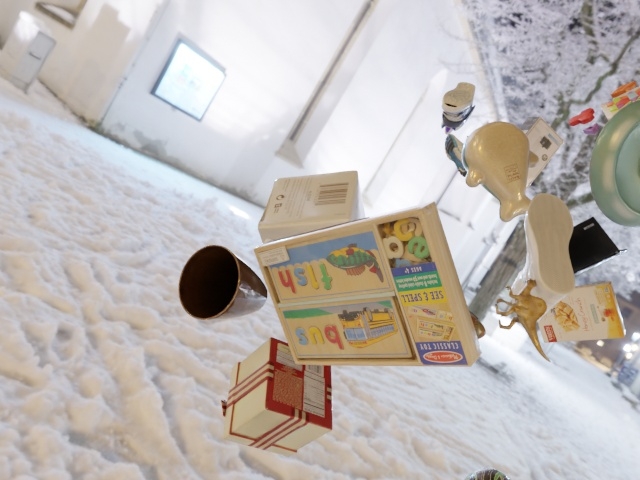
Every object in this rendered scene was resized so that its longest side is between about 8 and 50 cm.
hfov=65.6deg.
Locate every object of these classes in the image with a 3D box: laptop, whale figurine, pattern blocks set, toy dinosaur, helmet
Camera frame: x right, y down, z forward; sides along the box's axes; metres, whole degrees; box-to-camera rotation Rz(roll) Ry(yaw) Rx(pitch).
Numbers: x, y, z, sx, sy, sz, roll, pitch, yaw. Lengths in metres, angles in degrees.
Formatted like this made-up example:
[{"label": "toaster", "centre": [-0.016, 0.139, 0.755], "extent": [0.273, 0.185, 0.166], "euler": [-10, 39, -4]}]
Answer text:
[{"label": "laptop", "centre": [0.897, 0.036, 1.723], "extent": [0.264, 0.234, 0.136], "euler": [-1, 62, -51]}, {"label": "whale figurine", "centre": [0.492, -0.187, 1.369], "extent": [0.141, 0.216, 0.272], "euler": [161, -92, -83]}, {"label": "pattern blocks set", "centre": [0.942, -0.423, 1.490], "extent": [0.026, 0.325, 0.285], "euler": [52, 18, -18]}, {"label": "toy dinosaur", "centre": [0.391, 0.143, 0.962], "extent": [0.093, 0.183, 0.053], "euler": [-10, -40, 24]}, {"label": "helmet", "centre": [0.476, 0.729, 1.401], "extent": [0.169, 0.169, 0.161], "euler": [27, 32, -31]}]

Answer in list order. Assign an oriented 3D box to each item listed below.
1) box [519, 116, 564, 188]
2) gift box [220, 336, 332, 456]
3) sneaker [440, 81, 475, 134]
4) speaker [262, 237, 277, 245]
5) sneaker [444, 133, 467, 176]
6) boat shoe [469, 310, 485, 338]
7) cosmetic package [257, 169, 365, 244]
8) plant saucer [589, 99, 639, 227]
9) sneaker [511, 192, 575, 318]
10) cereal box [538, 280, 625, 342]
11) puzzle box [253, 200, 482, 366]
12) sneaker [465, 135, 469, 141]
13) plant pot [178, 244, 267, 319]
[{"label": "box", "centre": [0.859, -0.353, 2.083], "extent": [0.169, 0.290, 0.087], "euler": [38, 3, -18]}, {"label": "gift box", "centre": [-0.119, 0.449, 1.443], "extent": [0.255, 0.258, 0.276], "euler": [31, 37, -21]}, {"label": "sneaker", "centre": [0.624, -0.579, 2.309], "extent": [0.130, 0.236, 0.323], "euler": [22, 42, 17]}, {"label": "speaker", "centre": [-0.114, 0.035, 1.529], "extent": [0.136, 0.055, 0.055], "euler": [17, -3, 35]}, {"label": "sneaker", "centre": [0.485, -0.291, 1.675], "extent": [0.071, 0.083, 0.190], "euler": [96, -22, -54]}, {"label": "boat shoe", "centre": [0.359, 0.216, 1.461], "extent": [0.104, 0.110, 0.307], "euler": [19, 11, -23]}, {"label": "cosmetic package", "centre": [0.000, 0.000, 1.842], "extent": [0.328, 0.393, 0.329], "euler": [-5, 36, 13]}, {"label": "plant saucer", "centre": [0.804, -0.184, 1.206], "extent": [0.318, 0.317, 0.044], "euler": [29, 3, -16]}, {"label": "sneaker", "centre": [0.488, 0.040, 1.127], "extent": [0.108, 0.292, 0.169], "euler": [16, -37, 5]}, {"label": "cereal box", "centre": [0.818, 0.234, 1.587], "extent": [0.240, 0.173, 0.047], "euler": [-16, 2, 39]}, {"label": "puzzle box", "centre": [0.064, 0.103, 0.919], "extent": [0.409, 0.272, 0.052], "euler": [-13, 10, 42]}, {"label": "sneaker", "centre": [0.626, -0.315, 1.914], "extent": [0.100, 0.108, 0.271], "euler": [-1, 45, -16]}, {"label": "plant pot", "centre": [-0.265, 0.145, 1.489], "extent": [0.215, 0.215, 0.230], "euler": [34, 2, 31]}]
